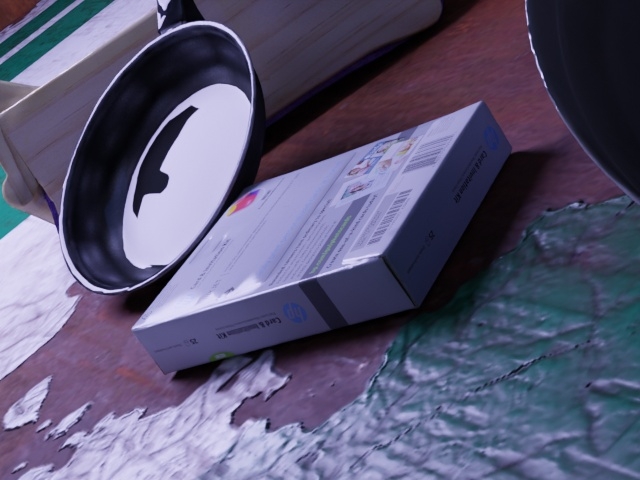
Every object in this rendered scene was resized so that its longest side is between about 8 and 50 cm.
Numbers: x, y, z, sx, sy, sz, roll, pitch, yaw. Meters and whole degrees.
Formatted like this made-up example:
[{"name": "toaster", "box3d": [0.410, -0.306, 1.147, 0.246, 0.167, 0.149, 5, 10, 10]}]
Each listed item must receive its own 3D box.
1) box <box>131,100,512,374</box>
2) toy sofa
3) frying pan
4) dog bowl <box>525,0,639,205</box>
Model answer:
[{"name": "box", "box3d": [0.000, 0.000, 0.837, 0.186, 0.038, 0.145, -17, 26, 38]}, {"name": "toy sofa", "box3d": [-0.086, -0.139, 1.174, 0.362, 0.177, 0.150, -35, -5, -1]}, {"name": "frying pan", "box3d": [-0.118, -0.098, 1.053, 0.197, 0.053, 0.326, -41, 43, 25]}, {"name": "dog bowl", "box3d": [0.239, -0.102, 0.445, 0.349, 0.102, 0.349, -21, 46, 24]}]
